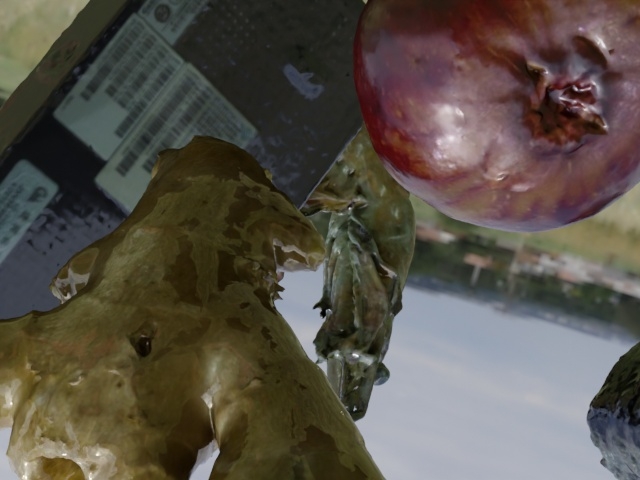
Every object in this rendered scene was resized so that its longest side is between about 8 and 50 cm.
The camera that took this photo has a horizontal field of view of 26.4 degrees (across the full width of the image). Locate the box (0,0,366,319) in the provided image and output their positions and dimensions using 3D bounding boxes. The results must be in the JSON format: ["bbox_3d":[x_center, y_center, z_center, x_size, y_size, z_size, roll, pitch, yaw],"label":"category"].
[{"bbox_3d":[-0.106,-0.060,0.934,0.211,0.350,0.058,43,168,-35],"label":"box"}]

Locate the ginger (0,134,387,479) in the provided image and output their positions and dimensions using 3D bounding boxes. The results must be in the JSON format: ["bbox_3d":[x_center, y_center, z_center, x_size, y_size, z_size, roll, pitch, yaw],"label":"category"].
[{"bbox_3d":[-0.070,0.070,0.726,0.363,0.348,0.122,19,140,31],"label":"ginger"}]

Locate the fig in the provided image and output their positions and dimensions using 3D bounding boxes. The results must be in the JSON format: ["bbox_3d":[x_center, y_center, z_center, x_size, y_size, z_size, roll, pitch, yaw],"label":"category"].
[{"bbox_3d":[0.095,-0.100,0.701,0.175,0.175,0.207,17,-163,-20],"label":"fig"}]

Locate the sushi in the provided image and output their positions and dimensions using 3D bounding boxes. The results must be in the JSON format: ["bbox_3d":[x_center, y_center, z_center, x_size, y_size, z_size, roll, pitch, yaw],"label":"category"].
[{"bbox_3d":[0.311,0.166,1.007,0.225,0.124,0.127,44,168,-20],"label":"sushi"}]

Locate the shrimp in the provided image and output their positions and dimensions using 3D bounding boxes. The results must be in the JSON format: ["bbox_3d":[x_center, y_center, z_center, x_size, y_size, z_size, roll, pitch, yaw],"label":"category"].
[{"bbox_3d":[0.000,0.000,1.280,0.085,0.360,0.247,-19,156,41],"label":"shrimp"}]
